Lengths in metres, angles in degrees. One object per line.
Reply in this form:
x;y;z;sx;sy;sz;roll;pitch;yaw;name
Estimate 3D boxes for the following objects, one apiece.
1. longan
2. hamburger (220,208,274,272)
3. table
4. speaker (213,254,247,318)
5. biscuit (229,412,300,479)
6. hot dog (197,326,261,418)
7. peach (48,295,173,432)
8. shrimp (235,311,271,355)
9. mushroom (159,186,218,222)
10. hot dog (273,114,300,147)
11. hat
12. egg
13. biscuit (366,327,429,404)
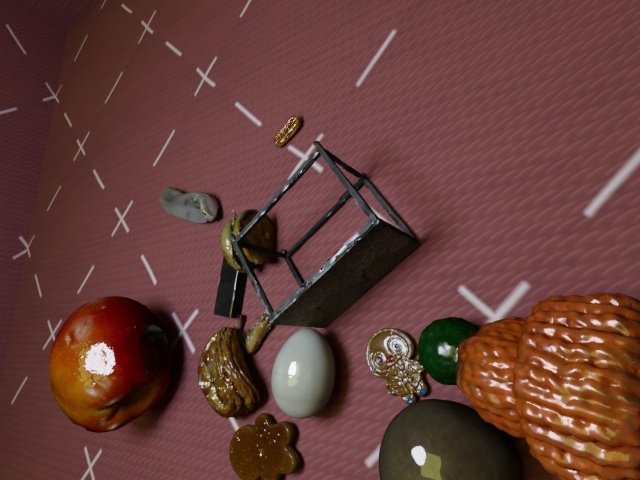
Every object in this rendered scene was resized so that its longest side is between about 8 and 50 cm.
0.220;0.408;0.743;0.246;0.215;0.245;23;131;29;longan
-0.215;-0.005;1.192;0.114;0.177;0.185;-21;107;35;hamburger
0.000;0.000;0.999;0.335;0.222;0.272;-44;56;18;table
-0.270;0.127;1.274;0.082;0.044;0.217;0;78;36;speaker
-0.151;0.549;1.077;0.237;0.039;0.179;-24;67;30;biscuit
-0.270;0.366;1.157;0.175;0.114;0.258;-55;52;34;hot dog
-0.632;0.367;1.292;0.310;0.335;0.405;-31;56;19;peach
-0.196;0.244;1.195;0.124;0.034;0.178;43;114;38;shrimp
-0.478;-0.128;1.464;0.352;0.097;0.109;13;85;40;mushroom
-0.103;-0.338;1.284;0.122;0.037;0.049;-43;68;26;hot dog
0.321;0.200;0.670;0.401;0.285;0.284;7;82;41;hat
-0.040;0.316;0.987;0.151;0.151;0.208;-1;76;36;egg
0.171;0.276;0.922;0.124;0.026;0.175;-47;55;18;biscuit
